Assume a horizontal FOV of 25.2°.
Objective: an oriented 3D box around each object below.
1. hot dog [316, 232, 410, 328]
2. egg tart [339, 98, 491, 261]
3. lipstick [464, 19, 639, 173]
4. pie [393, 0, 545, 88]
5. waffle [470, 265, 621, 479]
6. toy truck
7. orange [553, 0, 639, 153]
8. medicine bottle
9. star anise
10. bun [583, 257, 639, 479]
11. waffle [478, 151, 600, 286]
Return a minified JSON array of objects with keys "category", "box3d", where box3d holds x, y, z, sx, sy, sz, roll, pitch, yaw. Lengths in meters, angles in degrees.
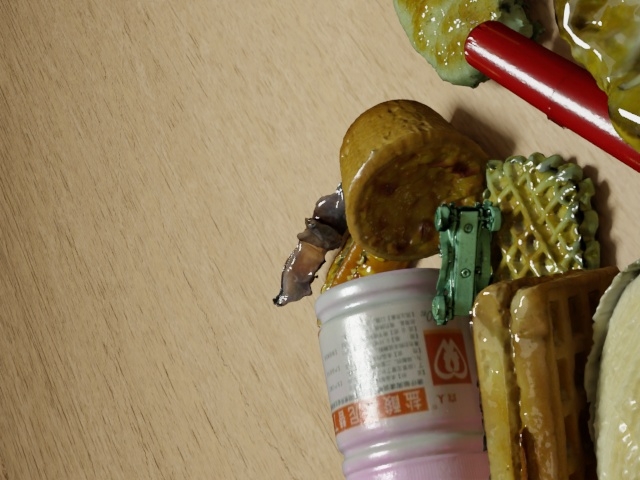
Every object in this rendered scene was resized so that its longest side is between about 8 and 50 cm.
[{"category":"hot dog","box3d":[0.064,0.043,2.038,0.269,0.072,0.115,-67,31,33]},{"category":"egg tart","box3d":[0.108,-0.091,1.854,0.147,0.202,0.203,-116,39,-49]},{"category":"lipstick","box3d":[0.281,-0.167,1.627,0.279,0.073,0.073,38,123,36]},{"category":"pie","box3d":[0.185,-0.380,1.827,0.296,0.078,0.371,10,98,57]},{"category":"waffle","box3d":[0.264,0.198,1.555,0.098,0.224,0.328,-7,90,37]},{"category":"toy truck","box3d":[0.174,0.026,1.759,0.078,0.080,0.154,-122,32,-76]},{"category":"orange","box3d":[0.388,-0.208,1.364,0.271,0.210,0.369,-36,59,26]},{"category":"medicine bottle","box3d":[0.113,0.210,1.834,0.202,0.202,0.316,-33,63,54]},{"category":"star anise","box3d":[0.006,-0.008,2.086,0.063,0.172,0.208,29,133,4]},{"category":"bun","box3d":[0.402,0.183,1.359,0.364,0.202,0.364,179,90,-75]},{"category":"waffle","box3d":[0.261,0.001,1.727,0.208,0.054,0.214,14,103,59]}]
